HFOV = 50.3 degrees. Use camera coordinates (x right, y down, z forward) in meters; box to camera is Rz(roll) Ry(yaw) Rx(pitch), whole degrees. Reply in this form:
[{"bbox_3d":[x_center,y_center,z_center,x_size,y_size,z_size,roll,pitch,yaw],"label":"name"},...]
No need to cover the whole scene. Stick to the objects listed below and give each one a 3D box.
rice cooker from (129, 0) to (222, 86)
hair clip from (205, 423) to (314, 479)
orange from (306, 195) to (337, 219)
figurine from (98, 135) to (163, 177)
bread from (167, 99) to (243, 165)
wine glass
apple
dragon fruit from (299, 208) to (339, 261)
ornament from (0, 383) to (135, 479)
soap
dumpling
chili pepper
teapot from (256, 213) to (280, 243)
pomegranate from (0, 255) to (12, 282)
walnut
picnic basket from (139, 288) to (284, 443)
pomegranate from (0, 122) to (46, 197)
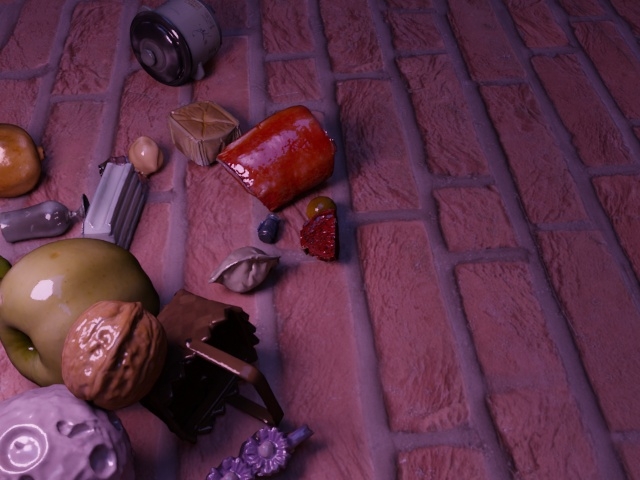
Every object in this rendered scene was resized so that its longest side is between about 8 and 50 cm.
[{"bbox_3d":[-0.500,-0.684,2.343,0.316,0.264,0.317,15,66,-36],"label":"rice cooker"},{"bbox_3d":[-0.146,0.480,1.458,0.292,0.085,0.106,-32,68,-21],"label":"hair clip"},{"bbox_3d":[0.006,-0.086,1.945,0.085,0.085,0.095,32,46,24],"label":"orange"},{"bbox_3d":[-0.572,-0.235,2.069,0.195,0.108,0.114,-28,42,-1],"label":"figurine"},{"bbox_3d":[-0.360,-0.337,2.140,0.192,0.110,0.209,-32,57,-33],"label":"bread"},{"bbox_3d":[-0.761,-0.059,1.898,0.230,0.103,0.103,-11,50,-7],"label":"wine glass"},{"bbox_3d":[-0.550,0.161,1.551,0.356,0.357,0.358,0,49,0],"label":"apple"},{"bbox_3d":[0.000,0.000,1.878,0.106,0.083,0.162,-7,61,11],"label":"dragon fruit"},{"bbox_3d":[-0.534,0.446,1.326,0.336,0.337,0.337,0,49,0],"label":"ornament"},{"bbox_3d":[-0.573,-0.077,1.885,0.094,0.150,0.262,1,49,7],"label":"soap"},{"bbox_3d":[-0.191,0.068,1.763,0.111,0.155,0.181,46,48,-2],"label":"dumpling"},{"bbox_3d":[-0.129,-0.229,2.009,0.305,0.229,0.251,-36,96,-13],"label":"chili pepper"},{"bbox_3d":[-0.147,-0.029,1.923,0.049,0.063,0.083,33,46,-14],"label":"teapot"},{"bbox_3d":[-0.858,0.120,1.657,0.210,0.263,0.211,-16,61,32],"label":"pomegranate"},{"bbox_3d":[-0.400,0.218,1.335,0.213,0.213,0.213,0,49,0],"label":"walnut"},{"bbox_3d":[-0.240,0.293,1.498,0.320,0.254,0.291,20,58,24],"label":"picnic basket"},{"bbox_3d":[-0.923,-0.230,1.974,0.232,0.233,0.233,0,49,0],"label":"pomegranate"}]
